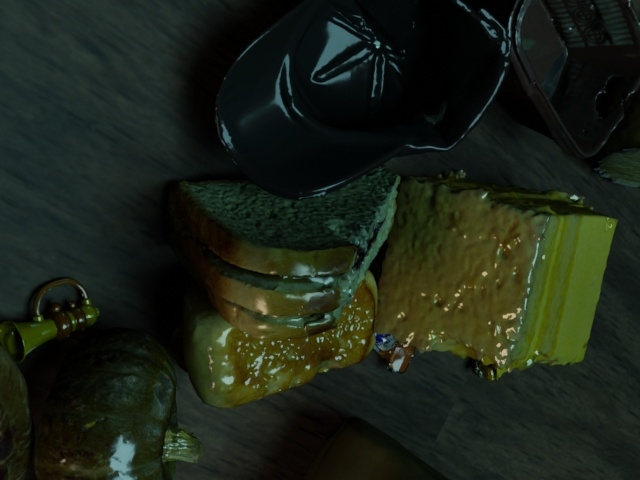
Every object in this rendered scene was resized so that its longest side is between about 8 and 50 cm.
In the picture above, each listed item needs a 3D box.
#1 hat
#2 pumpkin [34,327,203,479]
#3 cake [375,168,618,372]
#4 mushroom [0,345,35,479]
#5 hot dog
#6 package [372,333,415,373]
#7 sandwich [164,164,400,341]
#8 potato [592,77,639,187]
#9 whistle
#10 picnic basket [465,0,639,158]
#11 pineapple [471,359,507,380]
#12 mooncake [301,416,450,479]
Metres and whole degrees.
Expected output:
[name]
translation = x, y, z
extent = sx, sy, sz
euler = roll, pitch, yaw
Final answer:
[hat]
translation = 0.022, -0.186, 1.384
extent = 0.336, 0.209, 0.238
euler = -29, 106, -12
[pumpkin]
translation = -0.202, 0.209, 1.266
extent = 0.162, 0.219, 0.218
euler = 7, 105, -2
[cake]
translation = 0.245, 0.040, 1.609
extent = 0.286, 0.222, 0.227
euler = -2, 107, -52
[mushroom]
translation = -0.379, 0.190, 1.140
extent = 0.278, 0.146, 0.278
euler = -25, 124, -43
[hot dog]
translation = -0.066, 0.091, 1.388
extent = 0.257, 0.153, 0.150
euler = -16, 112, -39
[package]
translation = 0.092, 0.131, 1.637
extent = 0.111, 0.033, 0.077
euler = 27, 59, -50
[sandwich]
translation = -0.001, 0.005, 1.314
extent = 0.289, 0.254, 0.099
euler = -8, 115, -29
[potato]
translation = 0.547, -0.213, 1.805
extent = 0.289, 0.301, 0.237
euler = 46, 47, -76
[whistle]
translation = -0.281, 0.080, 1.275
extent = 0.109, 0.057, 0.046
euler = -28, 168, -43
[picnic basket]
translation = 0.298, -0.265, 1.606
extent = 0.222, 0.129, 0.297
euler = -56, 135, -14
[pineapple]
translation = 0.274, 0.148, 1.800
extent = 0.137, 0.069, 0.116
euler = -52, 139, -3
[mooncake]
translation = 0.128, 0.399, 1.546
extent = 0.200, 0.378, 0.378
euler = -55, 134, -5
